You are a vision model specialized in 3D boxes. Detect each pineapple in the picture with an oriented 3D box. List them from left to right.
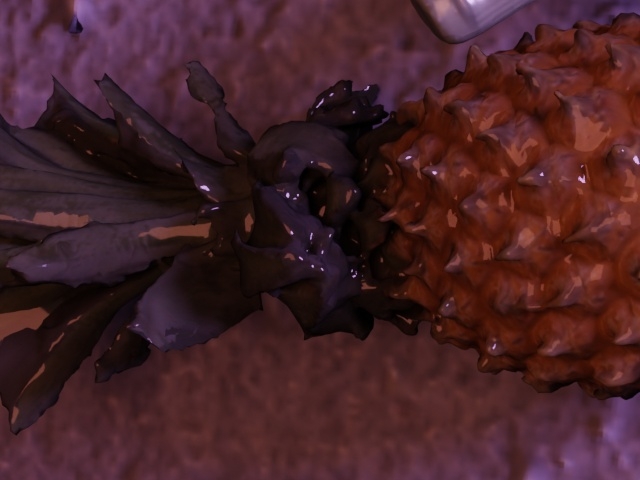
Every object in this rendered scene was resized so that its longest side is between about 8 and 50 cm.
[{"bbox_3d":[0.000,0.000,0.523,0.277,0.119,0.130,0,82,28],"label":"pineapple"}]

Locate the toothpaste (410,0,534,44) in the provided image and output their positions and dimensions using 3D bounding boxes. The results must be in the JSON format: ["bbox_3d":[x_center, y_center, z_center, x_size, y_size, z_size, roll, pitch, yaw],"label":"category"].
[{"bbox_3d":[0.134,-0.133,0.467,0.255,0.037,0.067,-33,68,-1],"label":"toothpaste"}]
